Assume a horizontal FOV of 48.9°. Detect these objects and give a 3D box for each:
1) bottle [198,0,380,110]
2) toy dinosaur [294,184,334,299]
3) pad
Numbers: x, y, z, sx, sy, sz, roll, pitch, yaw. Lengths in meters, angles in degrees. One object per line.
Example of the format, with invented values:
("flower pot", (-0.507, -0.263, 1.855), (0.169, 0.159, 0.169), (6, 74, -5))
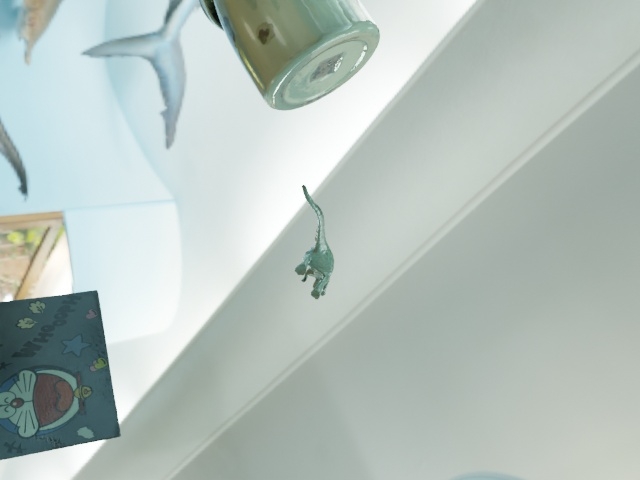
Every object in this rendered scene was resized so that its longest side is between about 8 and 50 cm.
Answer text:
("bottle", (-0.085, -0.397, 1.117), (0.229, 0.229, 0.352), (-43, -104, 42))
("toy dinosaur", (-0.011, 0.042, 1.463), (0.383, 0.076, 0.129), (90, 11, -63))
("pad", (-0.351, 0.158, 0.877), (0.245, 0.170, 0.006), (-116, -152, -43))
